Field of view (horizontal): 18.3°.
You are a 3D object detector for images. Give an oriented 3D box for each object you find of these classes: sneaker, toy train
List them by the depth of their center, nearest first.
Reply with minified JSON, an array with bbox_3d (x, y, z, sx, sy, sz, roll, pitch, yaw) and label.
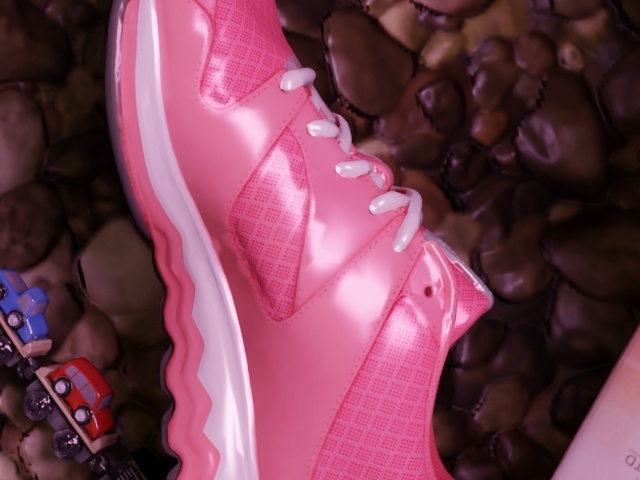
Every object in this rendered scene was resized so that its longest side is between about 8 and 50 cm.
[{"bbox_3d":[0.000,0.000,0.814,0.136,0.116,0.314,-8,97,10],"label":"sneaker"},{"bbox_3d":[-0.110,0.072,0.886,0.036,0.027,0.158,-40,80,14],"label":"toy train"}]

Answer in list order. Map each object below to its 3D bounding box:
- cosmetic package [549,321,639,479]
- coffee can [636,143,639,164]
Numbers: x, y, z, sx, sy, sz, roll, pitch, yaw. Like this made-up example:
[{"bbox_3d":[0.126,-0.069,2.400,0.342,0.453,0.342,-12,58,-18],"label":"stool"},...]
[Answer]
[{"bbox_3d":[0.118,0.178,0.743,0.129,0.153,0.296,31,101,18],"label":"cosmetic package"},{"bbox_3d":[0.272,-0.011,0.648,0.275,0.201,0.201,44,106,13],"label":"coffee can"}]
